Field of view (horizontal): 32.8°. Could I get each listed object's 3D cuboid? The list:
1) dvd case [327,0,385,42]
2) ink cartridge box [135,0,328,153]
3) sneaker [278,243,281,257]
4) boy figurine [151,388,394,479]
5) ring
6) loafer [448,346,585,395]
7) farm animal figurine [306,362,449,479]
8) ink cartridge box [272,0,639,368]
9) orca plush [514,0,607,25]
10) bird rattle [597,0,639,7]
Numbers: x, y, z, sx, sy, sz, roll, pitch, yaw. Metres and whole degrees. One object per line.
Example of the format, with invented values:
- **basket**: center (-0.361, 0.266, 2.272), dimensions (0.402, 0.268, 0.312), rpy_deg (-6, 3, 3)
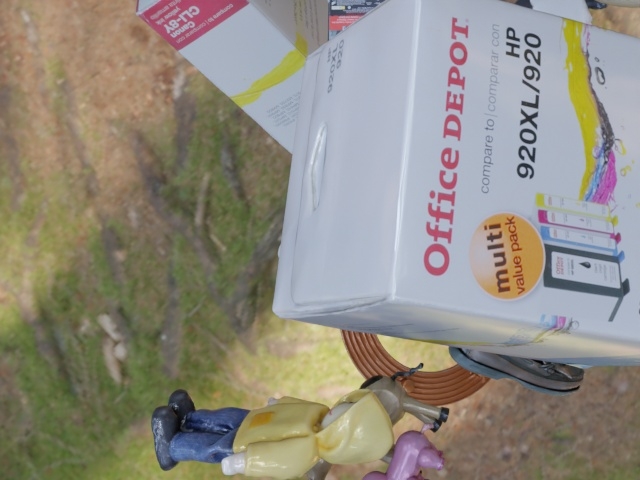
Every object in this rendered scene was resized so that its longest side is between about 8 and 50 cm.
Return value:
- **dvd case**: center (0.050, -0.217, 1.211), dimensions (0.087, 0.013, 0.120), rpy_deg (-1, 121, -3)
- **ink cartridge box**: center (-0.107, -0.368, 1.784), dimensions (0.160, 0.279, 0.384), rpy_deg (-29, 132, 25)
- **sneaker**: center (0.000, 0.000, 1.614), dimensions (0.212, 0.080, 0.094), rpy_deg (7, 134, 52)
- **boy figurine**: center (-0.057, 0.228, 1.284), dimensions (0.285, 0.177, 0.092), rpy_deg (-5, 104, 23)
- **ring**: center (0.189, 0.112, 1.835), dimensions (0.337, 0.336, 0.032), rpy_deg (53, 163, -10)
- **loafer**: center (0.335, 0.186, 1.762), dimensions (0.267, 0.096, 0.084), rpy_deg (15, 115, -29)
- **farm animal figurine**: center (0.010, 0.340, 1.320), dimensions (0.172, 0.330, 0.327), rpy_deg (24, 130, 1)
- **ink cartridge box**: center (0.113, -0.024, 0.639), dimensions (0.232, 0.171, 0.168), rpy_deg (10, 170, -21)
- **orca plush**: center (0.403, -0.323, 1.753), dimensions (0.287, 0.151, 0.102), rpy_deg (51, 159, 37)
- **bird rattle**: center (0.218, -0.266, 0.809), dimensions (0.253, 0.143, 0.207), rpy_deg (-29, 106, 25)
